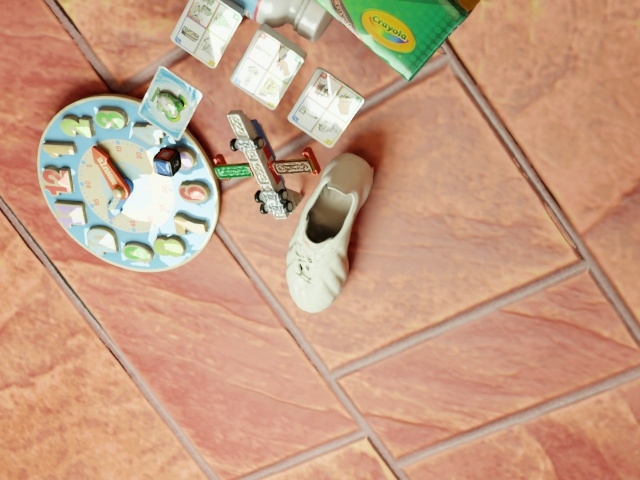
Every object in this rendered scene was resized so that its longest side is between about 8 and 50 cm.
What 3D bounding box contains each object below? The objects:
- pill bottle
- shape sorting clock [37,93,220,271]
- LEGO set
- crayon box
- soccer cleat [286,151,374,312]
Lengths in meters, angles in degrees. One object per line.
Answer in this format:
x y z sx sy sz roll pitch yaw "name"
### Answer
-0.058 -0.246 1.344 0.160 0.087 0.087 31 128 5 "pill bottle"
-0.202 -0.056 1.560 0.206 0.040 0.206 12 124 19 "shape sorting clock"
-0.073 -0.120 1.422 0.182 0.060 0.244 34 138 -1 "LEGO set"
0.076 -0.255 1.154 0.165 0.278 0.081 41 130 -2 "crayon box"
0.000 0.000 1.474 0.068 0.076 0.196 26 127 10 "soccer cleat"
